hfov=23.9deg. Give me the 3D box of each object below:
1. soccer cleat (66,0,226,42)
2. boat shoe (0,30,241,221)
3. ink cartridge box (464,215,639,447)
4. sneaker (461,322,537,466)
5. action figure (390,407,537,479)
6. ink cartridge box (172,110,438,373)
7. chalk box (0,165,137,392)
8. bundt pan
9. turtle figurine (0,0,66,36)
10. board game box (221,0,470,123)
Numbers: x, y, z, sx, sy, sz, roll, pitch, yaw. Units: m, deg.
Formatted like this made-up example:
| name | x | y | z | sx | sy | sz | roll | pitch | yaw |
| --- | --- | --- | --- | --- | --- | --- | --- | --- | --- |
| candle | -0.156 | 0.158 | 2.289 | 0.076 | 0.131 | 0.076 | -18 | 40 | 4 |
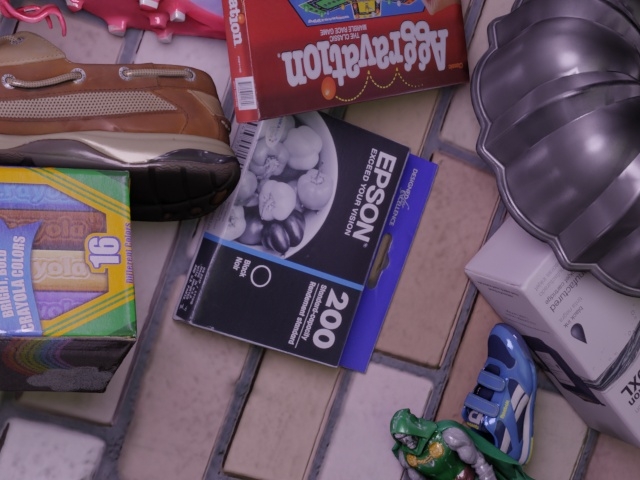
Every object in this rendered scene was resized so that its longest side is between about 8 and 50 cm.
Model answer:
| name | x | y | z | sx | sy | sz | roll | pitch | yaw |
| --- | --- | --- | --- | --- | --- | --- | --- | --- | --- |
| soccer cleat | -0.098 | -0.205 | 1.193 | 0.248 | 0.083 | 0.095 | 11 | 73 | -28 |
| boat shoe | -0.222 | -0.088 | 1.130 | 0.324 | 0.122 | 0.120 | 4 | 66 | -22 |
| ink cartridge box | 0.275 | 0.054 | 1.431 | 0.172 | 0.100 | 0.237 | -47 | 118 | -13 |
| sneaker | 0.166 | 0.149 | 1.418 | 0.059 | 0.053 | 0.144 | -8 | 103 | -25 |
| action figure | 0.142 | 0.234 | 1.399 | 0.232 | 0.137 | 0.063 | 44 | 35 | -20 |
| ink cartridge box | 0.000 | 0.000 | 1.301 | 0.208 | 0.045 | 0.206 | 19 | 90 | -32 |
| chalk box | -0.248 | 0.028 | 1.078 | 0.213 | 0.132 | 0.132 | 3 | 67 | -18 |
| bundt pan | 0.304 | -0.122 | 1.312 | 0.330 | 0.124 | 0.331 | 6 | 68 | -16 |
| turtle figurine | -0.201 | -0.241 | 1.063 | 0.234 | 0.175 | 0.118 | -55 | 164 | -32 |
| board game box | 0.026 | -0.183 | 1.217 | 0.281 | 0.027 | 0.145 | -17 | 103 | -49 |
